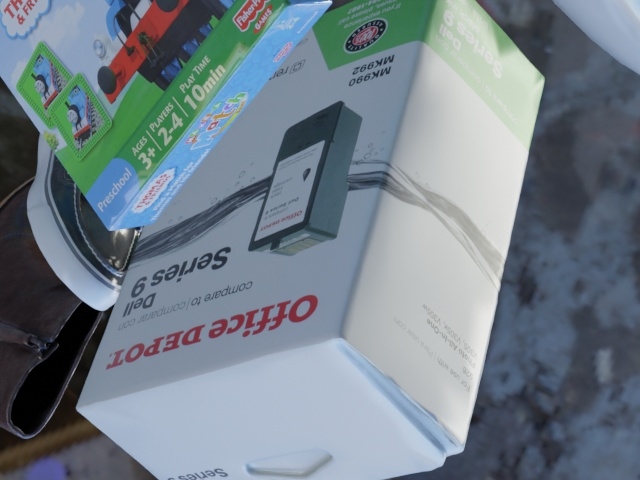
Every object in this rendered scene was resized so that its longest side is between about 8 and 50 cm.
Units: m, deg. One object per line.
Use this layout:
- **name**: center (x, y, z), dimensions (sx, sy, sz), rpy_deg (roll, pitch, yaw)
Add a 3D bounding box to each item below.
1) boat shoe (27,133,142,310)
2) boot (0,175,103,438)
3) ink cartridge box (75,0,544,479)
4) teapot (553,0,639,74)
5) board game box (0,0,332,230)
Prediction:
- **boat shoe**: center (-0.150, -0.040, 1.226), dimensions (0.076, 0.228, 0.080), rpy_deg (-40, 116, 16)
- **boot**: center (-0.211, 0.046, 1.354), dimensions (0.090, 0.207, 0.248), rpy_deg (40, 67, -27)
- **ink cartridge box**: center (0.000, 0.000, 1.060), dimensions (0.121, 0.211, 0.289), rpy_deg (44, 45, -32)
- **teapot**: center (0.120, -0.158, 0.379), dimensions (0.256, 0.187, 0.252), rpy_deg (2, 136, -24)
- **board game box**: center (-0.109, -0.136, 0.845), dimensions (0.039, 0.211, 0.160), rpy_deg (-13, 151, -52)
